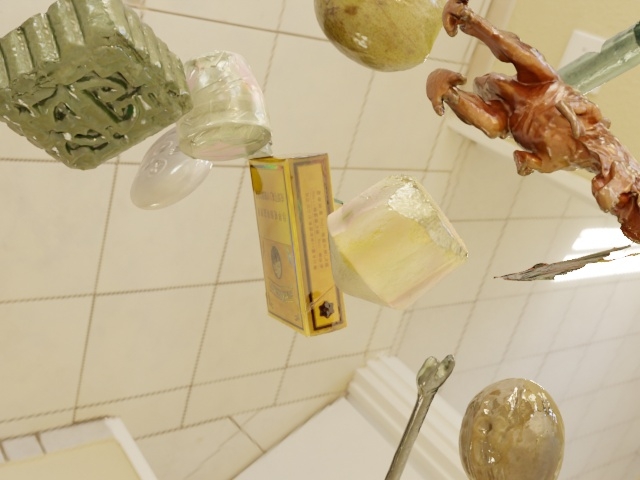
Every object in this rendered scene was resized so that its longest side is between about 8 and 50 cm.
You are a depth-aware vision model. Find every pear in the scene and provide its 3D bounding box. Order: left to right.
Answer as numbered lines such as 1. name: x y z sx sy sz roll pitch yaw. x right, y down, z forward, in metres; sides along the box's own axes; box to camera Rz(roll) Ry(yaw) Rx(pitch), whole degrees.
1. pear: 0.087 -0.381 1.160 0.188 0.228 0.211 -42 120 15

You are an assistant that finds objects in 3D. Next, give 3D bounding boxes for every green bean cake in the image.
1. green bean cake: -0.260 -0.173 0.817 0.183 0.094 0.185 -26 152 9

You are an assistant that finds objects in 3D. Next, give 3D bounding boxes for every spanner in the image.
1. spanner: 0.090 0.210 0.756 0.054 0.015 0.254 -17 134 -37

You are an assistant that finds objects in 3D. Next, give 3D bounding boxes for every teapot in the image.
1. teapot: -0.153 -0.241 1.293 0.222 0.163 0.178 0 76 -40

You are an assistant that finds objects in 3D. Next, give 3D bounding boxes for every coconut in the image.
1. coconut: 0.081 0.009 0.868 0.153 0.147 0.147 -35 139 14

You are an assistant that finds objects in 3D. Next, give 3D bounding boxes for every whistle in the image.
1. whistle: 0.428 -0.270 1.216 0.062 0.312 0.062 6 75 -22

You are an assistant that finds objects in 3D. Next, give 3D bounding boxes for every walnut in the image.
1. walnut: 0.251 0.262 0.958 0.140 0.140 0.162 17 73 -45

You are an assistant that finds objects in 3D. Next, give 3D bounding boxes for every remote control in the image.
1. remote control: -0.339 -0.183 1.709 0.221 0.332 0.103 -24 119 14

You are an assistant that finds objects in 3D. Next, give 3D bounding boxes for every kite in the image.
1. kite: 0.255 0.025 0.752 0.159 0.010 0.190 -6 168 -8

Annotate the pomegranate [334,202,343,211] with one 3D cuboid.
1. pomegranate: 0.000 0.000 1.637 0.196 0.196 0.196 -21 130 -28

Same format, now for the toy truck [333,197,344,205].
1. toy truck: 0.004 -0.066 1.794 0.079 0.147 0.065 -35 116 -17

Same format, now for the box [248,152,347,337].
1. box: -0.043 0.000 1.278 0.084 0.193 0.301 -10 100 -22

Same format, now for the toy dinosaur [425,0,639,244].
1. toy dinosaur: 0.183 -0.151 0.717 0.208 0.432 0.097 28 115 -27
